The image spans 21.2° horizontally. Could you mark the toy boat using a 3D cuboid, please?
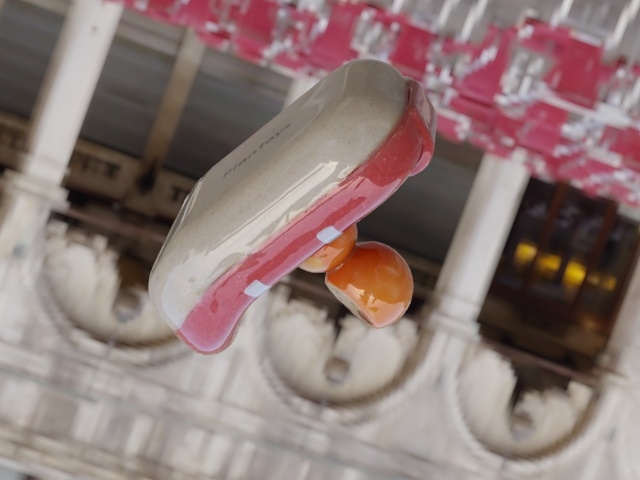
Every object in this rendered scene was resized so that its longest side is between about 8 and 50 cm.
[{"bbox_3d":[0.000,0.000,1.133,0.151,0.231,0.151,47,-159,-14],"label":"toy boat"}]
